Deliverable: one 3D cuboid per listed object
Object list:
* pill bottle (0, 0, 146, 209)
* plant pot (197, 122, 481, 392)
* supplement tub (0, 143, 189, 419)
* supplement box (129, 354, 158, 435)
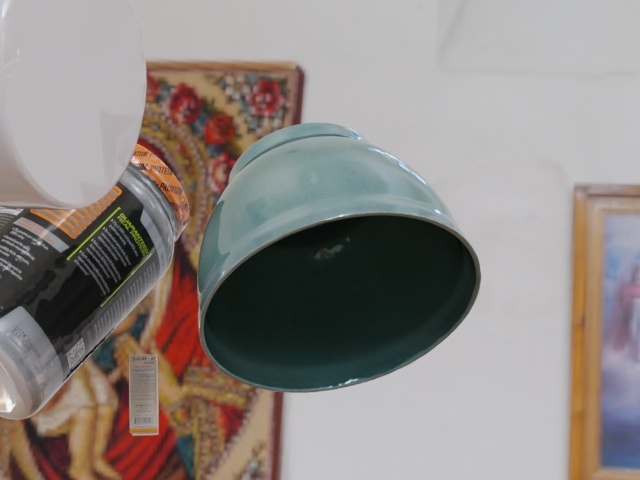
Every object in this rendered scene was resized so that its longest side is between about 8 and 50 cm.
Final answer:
[{"bbox_3d":[-0.251,-0.091,0.610,0.283,0.160,0.160,4,-6,21],"label":"pill bottle"},{"bbox_3d":[0.000,0.000,1.198,0.293,0.196,0.293,-10,-40,-9],"label":"plant pot"},{"bbox_3d":[-0.298,0.031,1.268,0.194,0.316,0.193,23,-41,21],"label":"supplement tub"},{"bbox_3d":[-0.224,0.196,1.426,0.036,0.098,0.062,-1,-13,-7],"label":"supplement box"}]
